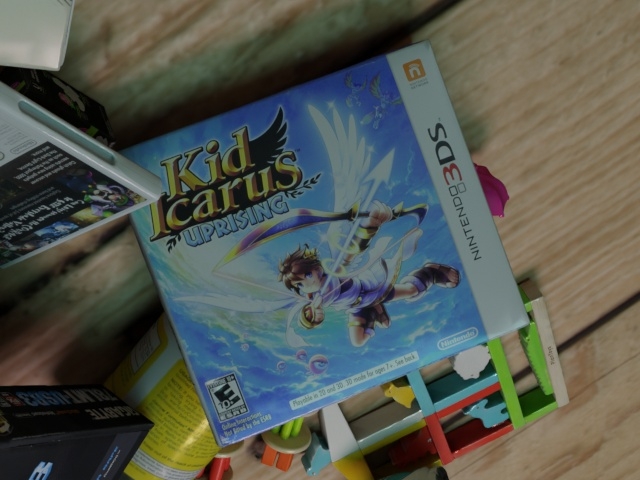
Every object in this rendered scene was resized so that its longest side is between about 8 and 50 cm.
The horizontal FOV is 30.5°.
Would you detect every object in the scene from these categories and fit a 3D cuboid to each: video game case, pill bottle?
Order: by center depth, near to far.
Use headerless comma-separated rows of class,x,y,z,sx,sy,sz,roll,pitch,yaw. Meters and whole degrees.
video game case,-0.240,-0.046,0.841,0.190,0.022,0.173,-21,142,36
video game case,0.000,0.000,0.933,0.270,0.061,0.244,-21,94,-7
pill bottle,-0.114,0.126,1.035,0.119,0.119,0.208,27,113,-38

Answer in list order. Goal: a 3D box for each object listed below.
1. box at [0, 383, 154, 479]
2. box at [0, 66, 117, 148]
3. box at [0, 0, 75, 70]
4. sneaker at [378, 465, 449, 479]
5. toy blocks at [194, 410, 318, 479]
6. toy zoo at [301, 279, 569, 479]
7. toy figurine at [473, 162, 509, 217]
box,-0.277,0.241,0.857,0.295,0.073,0.293,-56,166,2
box,-0.205,-0.084,0.865,0.062,0.052,0.083,-45,131,15
box,-0.293,-0.178,0.709,0.275,0.113,0.094,1,125,-27
sneaker,0.097,0.316,1.296,0.110,0.107,0.275,-9,147,6
toy blocks,-0.072,0.209,1.167,0.123,0.054,0.148,1,127,-25
toy zoo,0.114,0.172,1.238,0.293,0.030,0.192,-26,133,-2
toy figurine,0.104,0.003,1.053,0.159,0.130,0.173,-47,153,4
